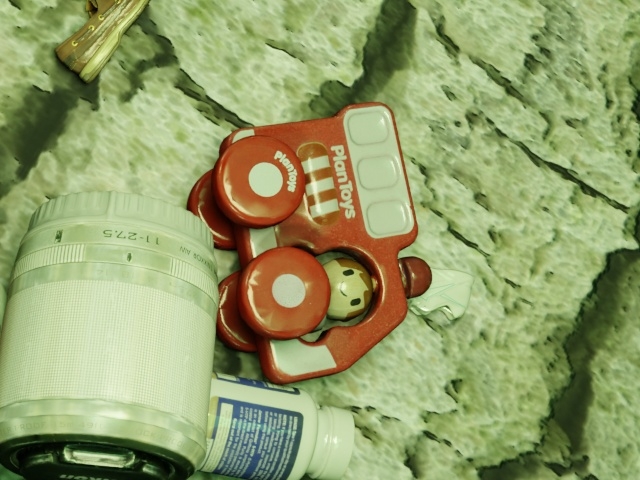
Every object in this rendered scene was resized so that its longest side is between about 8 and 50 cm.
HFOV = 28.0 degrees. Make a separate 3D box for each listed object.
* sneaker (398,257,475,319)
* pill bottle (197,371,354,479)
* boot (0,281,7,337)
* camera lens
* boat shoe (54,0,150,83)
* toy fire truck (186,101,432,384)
[{"bbox_3d":[0.115,0.057,1.554,0.152,0.054,0.061,14,80,-17],"label":"sneaker"},{"bbox_3d":[-0.063,0.215,1.437,0.187,0.112,0.112,13,77,-16],"label":"pill bottle"},{"bbox_3d":[-0.397,0.115,1.308,0.176,0.088,0.244,-11,84,-64],"label":"boot"},{"bbox_3d":[-0.219,0.114,1.324,0.219,0.219,0.274,11,63,-17],"label":"camera lens"},{"bbox_3d":[-0.240,-0.267,1.480,0.060,0.064,0.178,35,75,-12],"label":"boat shoe"},{"bbox_3d":[0.000,0.000,1.457,0.254,0.169,0.302,-10,82,-19],"label":"toy fire truck"}]
